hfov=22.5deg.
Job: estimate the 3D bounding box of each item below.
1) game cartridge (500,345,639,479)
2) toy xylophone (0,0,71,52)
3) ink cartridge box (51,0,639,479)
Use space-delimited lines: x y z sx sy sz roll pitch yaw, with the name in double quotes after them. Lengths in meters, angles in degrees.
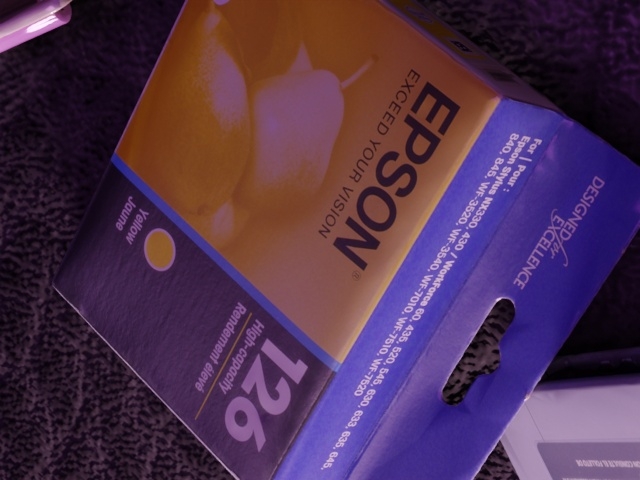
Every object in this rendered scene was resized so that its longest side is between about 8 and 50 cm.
0.207 0.152 0.879 0.198 0.062 0.297 60 159 -4 "game cartridge"
-0.225 -0.285 1.026 0.236 0.081 0.322 -29 91 26 "toy xylophone"
0.000 0.000 0.971 0.307 0.072 0.303 42 116 28 "ink cartridge box"
